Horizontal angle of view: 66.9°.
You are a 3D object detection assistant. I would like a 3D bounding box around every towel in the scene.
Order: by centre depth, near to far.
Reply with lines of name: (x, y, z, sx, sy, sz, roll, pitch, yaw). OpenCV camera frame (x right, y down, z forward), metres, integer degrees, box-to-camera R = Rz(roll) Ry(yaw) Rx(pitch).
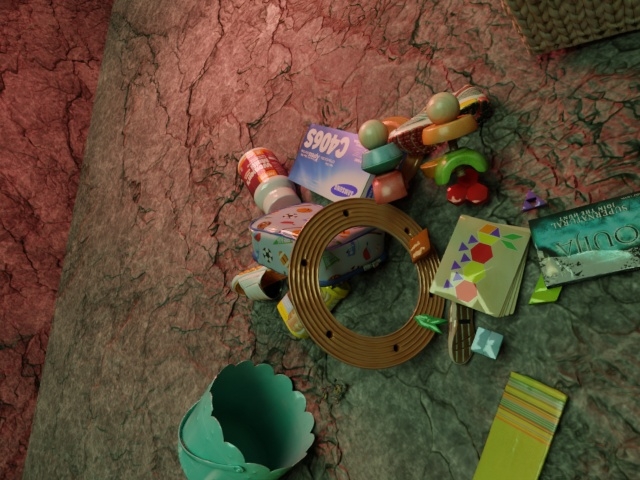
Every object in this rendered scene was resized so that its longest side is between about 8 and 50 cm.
towel: (0.334, 0.352, 0.826, 0.102, 0.021, 0.237, 20, 90, 50)

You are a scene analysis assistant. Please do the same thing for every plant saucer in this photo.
plant saucer: (0.155, -0.209, 1.170, 0.199, 0.037, 0.200, -16, 65, 37)

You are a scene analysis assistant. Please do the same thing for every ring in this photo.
ring: (0.095, 0.079, 0.949, 0.032, 0.336, 0.337, 142, 133, -64)

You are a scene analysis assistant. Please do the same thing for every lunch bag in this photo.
lunch bag: (0.000, 0.000, 1.115, 0.303, 0.243, 0.115, 19, 121, 43)

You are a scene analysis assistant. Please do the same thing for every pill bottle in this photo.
pill bottle: (-0.142, -0.154, 1.360, 0.121, 0.121, 0.221, -49, 49, 18)

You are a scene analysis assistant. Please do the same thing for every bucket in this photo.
bucket: (-0.172, 0.430, 1.089, 0.183, 0.281, 0.281, -51, 48, 22)

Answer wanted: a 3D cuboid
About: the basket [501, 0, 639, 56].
basket: (0.434, -0.542, 0.803, 0.266, 0.331, 0.329, -7, 77, 35)

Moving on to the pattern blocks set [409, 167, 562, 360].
pattern blocks set: (0.304, 0.041, 0.912, 0.285, 0.026, 0.325, 29, 84, 31)

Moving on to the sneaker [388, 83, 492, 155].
sneaker: (0.254, -0.262, 1.066, 0.225, 0.088, 0.093, -23, 50, 15)

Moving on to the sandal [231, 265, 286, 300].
sandal: (-0.132, 0.110, 1.272, 0.265, 0.102, 0.076, -26, 57, 31)

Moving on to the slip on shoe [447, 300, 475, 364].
slip on shoe: (0.267, 0.168, 0.936, 0.041, 0.051, 0.136, 139, 132, -78)

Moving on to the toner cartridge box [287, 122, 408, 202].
toner cartridge box: (0.050, -0.178, 1.174, 0.347, 0.075, 0.165, 32, 102, 56)

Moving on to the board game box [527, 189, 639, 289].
board game box: (0.459, 0.000, 0.810, 0.186, 0.026, 0.126, -18, 63, 27)

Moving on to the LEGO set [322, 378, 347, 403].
LEGO set: (0.037, 0.341, 1.099, 0.083, 0.023, 0.054, -11, 65, 53)

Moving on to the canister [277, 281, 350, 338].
canister: (-0.021, 0.139, 1.182, 0.170, 0.073, 0.126, -52, 48, 18)

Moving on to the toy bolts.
toy bolts: (0.188, -0.189, 0.962, 0.228, 0.218, 0.159, -18, 102, 11)
